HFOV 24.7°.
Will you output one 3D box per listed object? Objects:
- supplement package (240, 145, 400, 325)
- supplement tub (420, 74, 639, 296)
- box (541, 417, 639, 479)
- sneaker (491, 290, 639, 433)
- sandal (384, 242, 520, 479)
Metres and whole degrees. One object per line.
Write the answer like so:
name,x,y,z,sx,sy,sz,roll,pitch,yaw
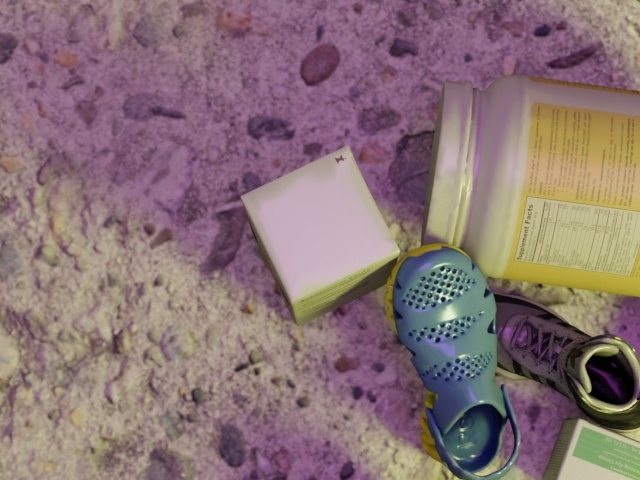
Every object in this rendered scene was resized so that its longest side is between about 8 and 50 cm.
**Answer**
supplement package,0.000,0.000,1.687,0.134,0.244,0.139,-26,81,-3
supplement tub,0.293,-0.063,1.696,0.331,0.241,0.241,8,81,2
box,0.325,0.265,1.713,0.101,0.102,0.087,21,84,3
sneaker,0.279,0.130,1.706,0.268,0.153,0.101,29,81,9
sandal,0.161,0.149,1.644,0.126,0.138,0.317,-20,117,-4
